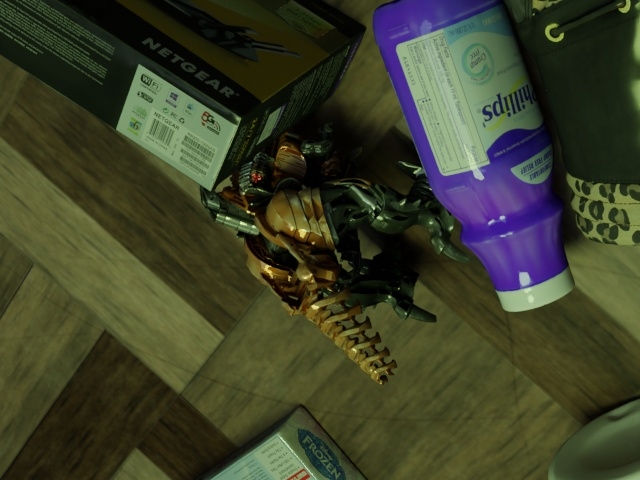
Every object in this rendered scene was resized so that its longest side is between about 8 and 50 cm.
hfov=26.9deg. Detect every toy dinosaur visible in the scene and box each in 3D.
[{"bbox_3d":[0.000,0.000,1.183,0.164,0.218,0.322,-45,47,51],"label":"toy dinosaur"}]

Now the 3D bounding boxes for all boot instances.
[{"bbox_3d":[0.316,-0.146,0.998,0.377,0.138,0.284,-5,111,34],"label":"boot"}]

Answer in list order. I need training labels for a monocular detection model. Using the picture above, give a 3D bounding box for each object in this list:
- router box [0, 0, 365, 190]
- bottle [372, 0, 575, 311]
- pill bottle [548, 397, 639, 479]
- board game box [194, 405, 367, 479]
[{"bbox_3d":[-0.147,-0.196,1.154,0.309,0.243,0.081,33,125,9],"label":"router box"},{"bbox_3d":[0.138,-0.081,1.124,0.092,0.118,0.283,-12,102,44],"label":"bottle"},{"bbox_3d":[0.335,0.294,1.199,0.161,0.161,0.283,-21,103,34],"label":"pill bottle"},{"bbox_3d":[-0.029,0.385,1.497,0.318,0.066,0.319,50,126,-3],"label":"board game box"}]
